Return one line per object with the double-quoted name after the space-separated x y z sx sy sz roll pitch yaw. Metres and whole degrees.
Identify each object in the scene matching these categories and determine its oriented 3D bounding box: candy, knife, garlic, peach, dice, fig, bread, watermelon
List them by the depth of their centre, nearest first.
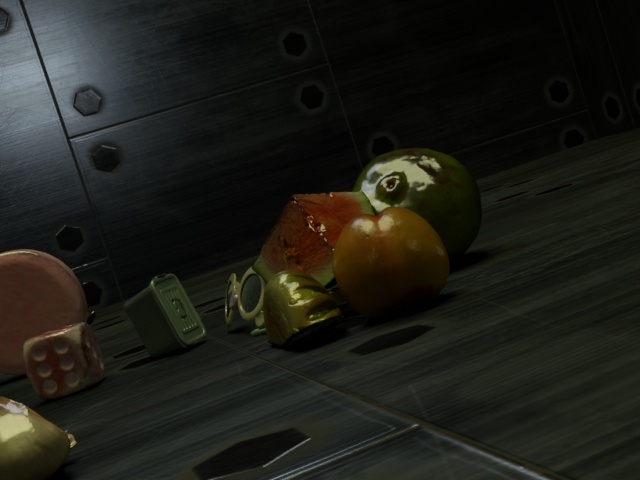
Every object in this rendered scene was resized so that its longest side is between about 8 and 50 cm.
-0.298 0.185 0.867 0.174 0.099 0.124 -15 19 38 "garlic"
0.082 0.024 1.152 0.138 0.138 0.138 -18 3 1 "peach"
-0.030 0.081 1.174 0.083 0.094 0.157 -25 -14 -20 "bread"
-0.014 0.106 1.307 0.207 0.014 0.030 -18 2 34 "knife"
0.010 0.014 1.308 0.193 0.145 0.137 -38 -31 -4 "watermelon"
-0.374 0.175 1.403 0.094 0.093 0.091 -18 3 3 "dice"
0.151 -0.032 1.451 0.203 0.203 0.225 -17 -32 17 "fig"
-0.569 0.138 1.856 0.255 0.255 0.094 -18 3 -5 "candy"

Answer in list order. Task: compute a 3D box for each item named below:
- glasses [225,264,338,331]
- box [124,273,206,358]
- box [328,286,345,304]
-0.041 0.063 1.471 0.220 0.088 0.189 -18 -1 -25 "glasses"
-0.240 0.119 1.468 0.069 0.122 0.084 -30 -2 19 "box"
0.012 0.079 1.309 0.087 0.023 0.155 -16 -1 32 "box"
